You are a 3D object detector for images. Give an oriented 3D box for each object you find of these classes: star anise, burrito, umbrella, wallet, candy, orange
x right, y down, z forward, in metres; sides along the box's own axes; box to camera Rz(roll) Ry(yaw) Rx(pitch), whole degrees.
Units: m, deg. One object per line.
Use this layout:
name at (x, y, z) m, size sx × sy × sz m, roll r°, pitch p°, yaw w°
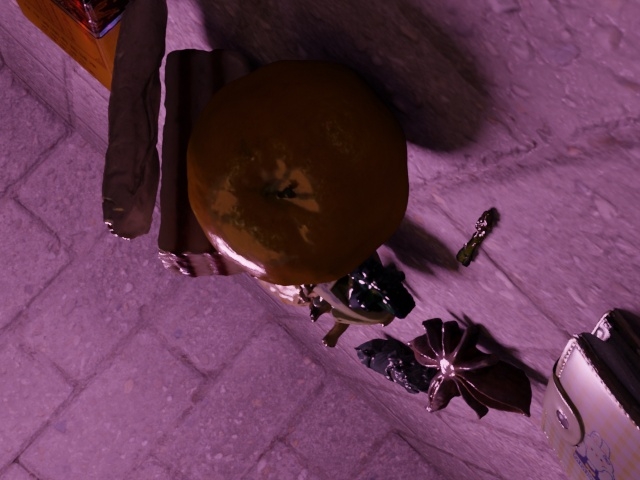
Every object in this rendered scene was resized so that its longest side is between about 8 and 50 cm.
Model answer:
star anise at (0.254, 0.224, 1.661) m, size 0.257 × 0.110 × 0.198 m, roll -15°, pitch 98°, yaw 58°
burrito at (-0.260, -0.189, 1.321) m, size 0.076 × 0.392 × 0.117 m, roll 2°, pitch 168°, yaw 1°
umbrella at (0.172, 0.285, 2.172) m, size 0.143 × 0.094 × 0.349 m, roll 38°, pitch 171°, yaw -11°
wallet at (0.368, 0.249, 1.173) m, size 0.223 × 0.077 × 0.309 m, roll 54°, pitch 161°, yaw 28°
candy at (-0.162, -0.109, 1.357) m, size 0.135 × 0.321 × 0.179 m, roll 2°, pitch 163°, yaw -4°
orange at (-0.027, -0.083, 1.128) m, size 0.279 × 0.279 × 0.235 m, roll 43°, pitch -160°, yaw -3°

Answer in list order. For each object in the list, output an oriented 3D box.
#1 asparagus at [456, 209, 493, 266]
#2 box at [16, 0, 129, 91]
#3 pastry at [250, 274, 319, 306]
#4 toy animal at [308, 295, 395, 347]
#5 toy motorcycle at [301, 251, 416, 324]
asparagus at (0.206, 0.001, 1.240) m, size 0.022 × 0.023 × 0.233 m, roll -3°, pitch 165°, yaw -1°
box at (-0.403, -0.411, 1.502) m, size 0.264 × 0.116 × 0.415 m, roll 42°, pitch 168°, yaw 5°
pastry at (-0.067, 0.032, 1.871) m, size 0.256 × 0.170 × 0.237 m, roll 45°, pitch 166°, yaw 11°
toy animal at (0.059, 0.112, 1.711) m, size 0.103 × 0.218 × 0.101 m, roll 55°, pitch 151°, yaw 32°
toy motorcycle at (0.000, 0.000, 1.568) m, size 0.410 × 0.168 × 0.237 m, roll 44°, pitch 163°, yaw 17°
